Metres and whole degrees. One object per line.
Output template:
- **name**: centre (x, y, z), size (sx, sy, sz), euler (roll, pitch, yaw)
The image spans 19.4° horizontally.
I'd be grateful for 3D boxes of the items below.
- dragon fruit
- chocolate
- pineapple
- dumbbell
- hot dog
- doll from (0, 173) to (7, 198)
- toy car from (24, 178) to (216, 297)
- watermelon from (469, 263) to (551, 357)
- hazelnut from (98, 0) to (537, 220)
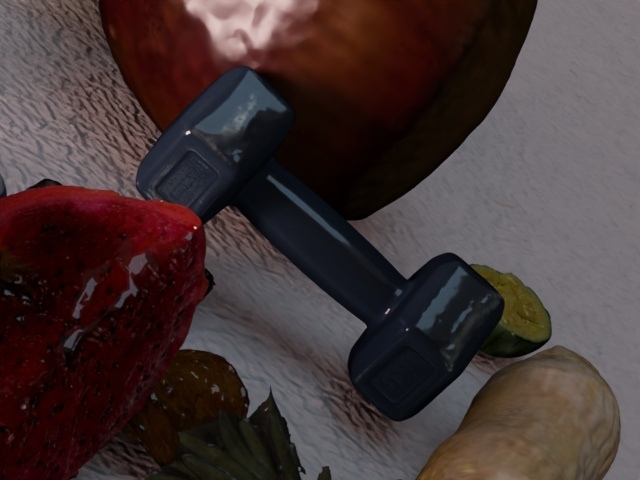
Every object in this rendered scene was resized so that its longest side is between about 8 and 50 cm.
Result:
- **dragon fruit**: centre (-0.219, 0.059, 1.306), size (0.211, 0.134, 0.262), euler (39, 66, 22)
- **chocolate**: centre (0.166, 0.185, 1.531), size (0.134, 0.134, 0.309), euler (35, 30, 5)
- **pineapple**: centre (0.008, 0.231, 1.313), size (0.277, 0.130, 0.119), euler (44, 28, 11)
- **dumbbell**: centre (-0.001, 0.000, 1.568), size (0.316, 0.143, 0.156), euler (42, 63, -4)
- **hot dog**: centre (-0.114, 0.123, 1.413), size (0.099, 0.065, 0.147), euler (41, 18, 16)
- **doll**: centre (-0.288, -0.002, 1.440), size (0.110, 0.067, 0.206), euler (26, 42, -15)
- **toy car**: centre (-0.171, 0.012, 1.507), size (0.103, 0.063, 0.216), euler (48, 18, 29)
- **watermelon**: centre (0.164, 0.073, 1.769), size (0.105, 0.062, 0.105), euler (31, 28, -19)
- **hazelnut**: centre (0.001, -0.235, 1.731), size (0.421, 0.421, 0.352), euler (21, 24, -19)
